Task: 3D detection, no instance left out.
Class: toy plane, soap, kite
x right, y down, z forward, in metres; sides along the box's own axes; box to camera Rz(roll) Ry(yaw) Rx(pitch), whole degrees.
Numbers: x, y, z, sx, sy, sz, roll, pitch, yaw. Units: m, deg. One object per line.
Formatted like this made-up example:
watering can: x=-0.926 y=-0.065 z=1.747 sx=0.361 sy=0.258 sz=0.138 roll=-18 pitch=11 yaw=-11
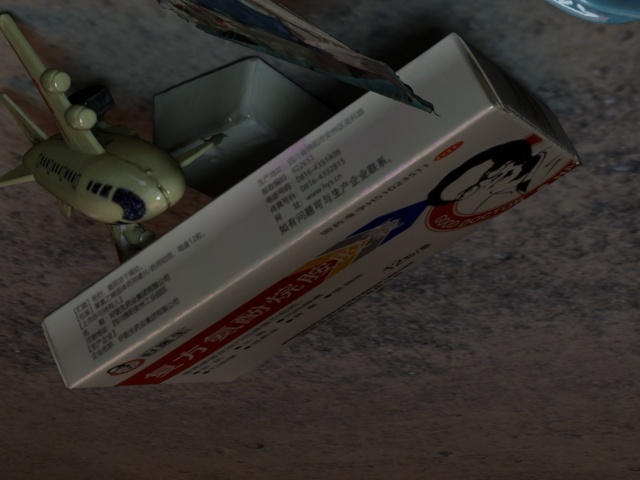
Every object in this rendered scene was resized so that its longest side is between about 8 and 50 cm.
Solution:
toy plane: x=-0.162 y=-0.052 z=0.759 sx=0.256 sy=0.104 sz=0.241 roll=6 pitch=125 yaw=47
soap: x=-0.037 y=-0.067 z=0.848 sx=0.121 sy=0.063 sz=0.183 roll=-15 pitch=148 yaw=38
kite: x=-0.098 y=-0.151 z=0.543 sx=0.368 sy=0.014 sz=0.406 roll=29 pitch=-177 yaw=12

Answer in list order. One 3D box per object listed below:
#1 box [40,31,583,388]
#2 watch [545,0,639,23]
box: x=0.000 y=0.000 z=0.755 sx=0.353 sy=0.069 sz=0.214 roll=-35 pitch=160 yaw=20
watch: x=0.169 y=-0.182 z=0.445 sx=0.193 sy=0.211 sz=0.211 roll=31 pitch=152 yaw=-4
